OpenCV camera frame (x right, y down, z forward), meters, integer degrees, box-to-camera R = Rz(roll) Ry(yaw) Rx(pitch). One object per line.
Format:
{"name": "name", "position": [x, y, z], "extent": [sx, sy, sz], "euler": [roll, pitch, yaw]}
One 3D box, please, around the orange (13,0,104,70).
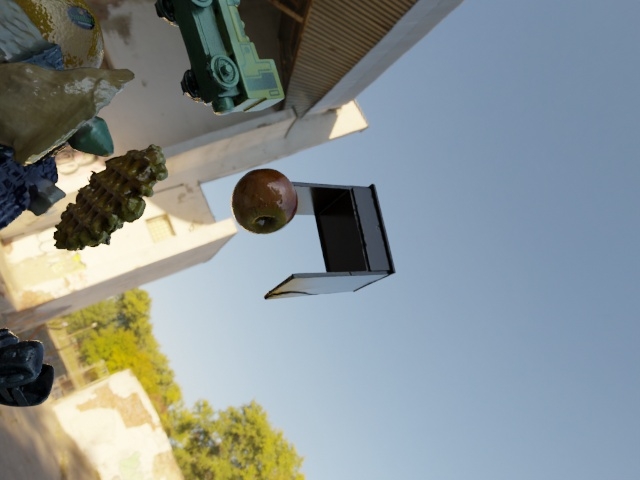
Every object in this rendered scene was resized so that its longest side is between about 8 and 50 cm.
{"name": "orange", "position": [-0.555, -0.410, 0.930], "extent": [0.236, 0.236, 0.236], "euler": [38, -41, 42]}

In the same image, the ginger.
{"name": "ginger", "position": [-0.348, -0.194, 0.599], "extent": [0.122, 0.193, 0.115], "euler": [52, -26, -19]}

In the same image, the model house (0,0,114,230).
{"name": "model house", "position": [-0.511, -0.170, 0.730], "extent": [0.298, 0.243, 0.284], "euler": [-24, -56, 23]}

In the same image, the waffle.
{"name": "waffle", "position": [-0.504, -0.105, 1.108], "extent": [0.068, 0.325, 0.302], "euler": [49, 31, -41]}

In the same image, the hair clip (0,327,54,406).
{"name": "hair clip", "position": [-0.744, 0.294, 0.963], "extent": [0.206, 0.310, 0.194], "euler": [42, -41, 33]}

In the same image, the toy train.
{"name": "toy train", "position": [-0.252, -0.506, 1.162], "extent": [0.150, 0.237, 0.369], "euler": [-9, -80, 46]}

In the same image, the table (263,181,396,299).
{"name": "table", "position": [0.000, 0.000, 1.178], "extent": [0.196, 0.282, 0.250], "euler": [-35, -119, 55]}

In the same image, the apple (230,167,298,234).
{"name": "apple", "position": [-0.120, -0.087, 0.990], "extent": [0.146, 0.146, 0.146], "euler": [38, -41, 42]}
